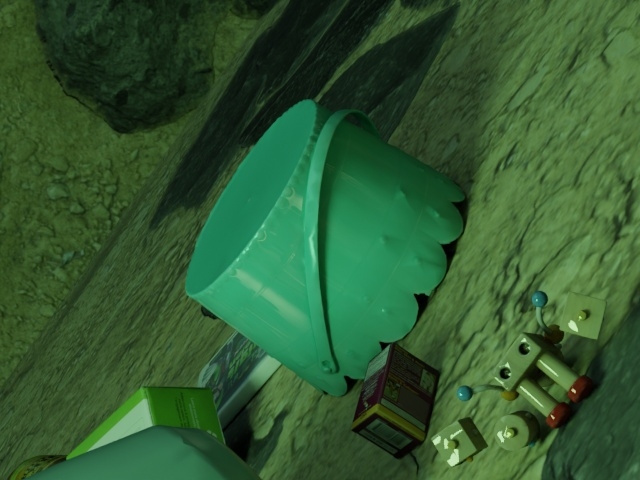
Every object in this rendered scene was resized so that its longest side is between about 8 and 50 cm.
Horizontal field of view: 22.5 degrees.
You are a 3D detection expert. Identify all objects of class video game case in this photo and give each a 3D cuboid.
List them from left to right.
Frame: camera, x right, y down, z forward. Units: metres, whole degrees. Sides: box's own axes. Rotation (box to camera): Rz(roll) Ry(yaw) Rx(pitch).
[{"bbox_3d":[-0.099,0.154,1.966,0.190,0.022,0.173,-49,17,26],"label":"video game case"}]

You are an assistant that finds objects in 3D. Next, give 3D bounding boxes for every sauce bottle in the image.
[{"bbox_3d":[-0.340,0.343,2.169,0.111,0.111,0.344,-62,17,-19],"label":"sauce bottle"}]

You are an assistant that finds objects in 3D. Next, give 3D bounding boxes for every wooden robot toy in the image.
[{"bbox_3d":[0.164,0.107,1.216,0.173,0.076,0.079,-53,-20,14],"label":"wooden robot toy"}]

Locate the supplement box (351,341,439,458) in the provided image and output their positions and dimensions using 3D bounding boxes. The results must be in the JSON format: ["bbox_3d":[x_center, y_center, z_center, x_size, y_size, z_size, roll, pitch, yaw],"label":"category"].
[{"bbox_3d":[0.066,0.141,1.422,0.043,0.055,0.083,-43,20,41],"label":"supplement box"}]

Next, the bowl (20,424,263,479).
[{"bbox_3d":[-0.106,0.272,1.319,0.163,0.311,0.311,-41,11,-16],"label":"bowl"}]

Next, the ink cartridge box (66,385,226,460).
[{"bbox_3d":[-0.175,0.315,1.775,0.189,0.097,0.255,-43,55,41],"label":"ink cartridge box"}]

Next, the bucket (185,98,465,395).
[{"bbox_3d":[0.000,0.000,1.664,0.281,0.183,0.281,-51,18,23],"label":"bucket"}]
